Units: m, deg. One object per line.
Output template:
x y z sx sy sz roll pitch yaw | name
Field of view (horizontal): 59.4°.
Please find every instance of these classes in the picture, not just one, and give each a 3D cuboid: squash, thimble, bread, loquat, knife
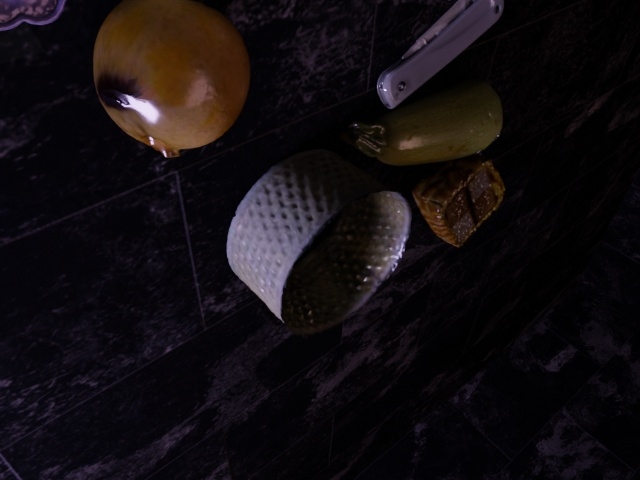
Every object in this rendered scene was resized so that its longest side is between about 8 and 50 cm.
0.159 -0.170 0.938 0.288 0.137 0.137 -24 140 -25 | squash
0.000 0.000 0.878 0.271 0.150 0.270 -32 144 -27 | thimble
0.294 -0.096 1.187 0.181 0.096 0.222 -49 146 -1 | bread
-0.142 -0.162 0.537 0.137 0.163 0.163 11 116 -40 | loquat
0.190 -0.314 0.891 0.265 0.041 0.073 -43 136 -9 | knife

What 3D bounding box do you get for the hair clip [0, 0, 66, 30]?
-0.249 -0.225 0.439 0.196 0.052 0.124 -10 126 -39 | hair clip
